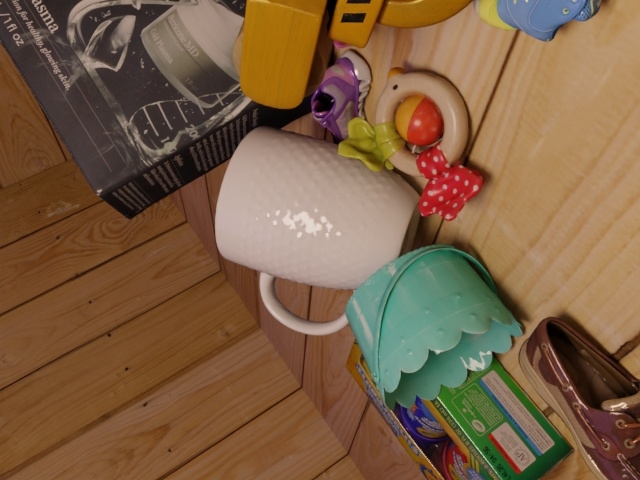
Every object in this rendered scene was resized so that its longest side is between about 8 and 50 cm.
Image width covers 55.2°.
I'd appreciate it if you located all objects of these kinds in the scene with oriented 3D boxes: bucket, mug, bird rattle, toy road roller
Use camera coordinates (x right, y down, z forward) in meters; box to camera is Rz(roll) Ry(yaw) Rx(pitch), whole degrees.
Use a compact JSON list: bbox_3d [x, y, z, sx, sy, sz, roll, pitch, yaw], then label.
[{"bbox_3d":[0.189,0.148,1.071,0.183,0.281,0.281,59,162,28],"label":"bucket"},{"bbox_3d":[0.000,0.000,1.169,0.328,0.276,0.374,17,103,15],"label":"mug"},{"bbox_3d":[0.152,-0.156,0.963,0.253,0.143,0.206,40,136,37],"label":"bird rattle"},{"bbox_3d":[0.045,-0.299,0.688,0.241,0.202,0.329,16,146,-6],"label":"toy road roller"}]

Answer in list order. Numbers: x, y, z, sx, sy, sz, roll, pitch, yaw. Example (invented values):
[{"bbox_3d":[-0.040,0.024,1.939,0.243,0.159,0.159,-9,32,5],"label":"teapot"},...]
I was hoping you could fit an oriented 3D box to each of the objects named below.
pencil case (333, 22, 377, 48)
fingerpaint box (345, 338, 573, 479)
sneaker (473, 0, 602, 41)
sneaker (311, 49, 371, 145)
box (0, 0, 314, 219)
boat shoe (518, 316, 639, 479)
[{"bbox_3d":[-0.027,-0.478,0.900,0.386,0.160,0.167,60,-164,-1],"label":"pencil case"},{"bbox_3d":[0.257,0.348,1.321,0.444,0.163,0.371,52,158,22],"label":"fingerpaint box"},{"bbox_3d":[0.251,-0.301,0.611,0.126,0.091,0.240,37,155,10],"label":"sneaker"},{"bbox_3d":[0.030,-0.241,1.160,0.095,0.105,0.236,46,157,31],"label":"sneaker"},{"bbox_3d":[-0.322,-0.375,1.201,0.479,0.472,0.297,57,170,1],"label":"box"},{"bbox_3d":[0.424,0.248,0.863,0.342,0.123,0.123,56,162,31],"label":"boat shoe"}]
